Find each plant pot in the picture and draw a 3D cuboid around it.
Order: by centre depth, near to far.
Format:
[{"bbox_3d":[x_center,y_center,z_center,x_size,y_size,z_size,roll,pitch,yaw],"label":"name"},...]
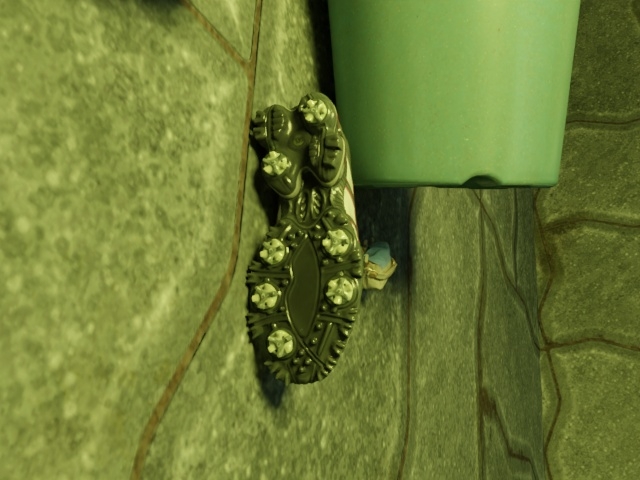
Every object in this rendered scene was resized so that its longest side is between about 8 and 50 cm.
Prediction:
[{"bbox_3d":[0.151,-0.227,0.788,0.341,0.342,0.333,-10,102,-66],"label":"plant pot"}]

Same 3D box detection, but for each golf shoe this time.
[{"bbox_3d":[0.000,0.000,0.631,0.120,0.105,0.272,41,48,-66],"label":"golf shoe"}]

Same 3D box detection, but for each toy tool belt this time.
[{"bbox_3d":[0.069,0.021,0.836,0.083,0.052,0.051,-62,147,-53],"label":"toy tool belt"}]
